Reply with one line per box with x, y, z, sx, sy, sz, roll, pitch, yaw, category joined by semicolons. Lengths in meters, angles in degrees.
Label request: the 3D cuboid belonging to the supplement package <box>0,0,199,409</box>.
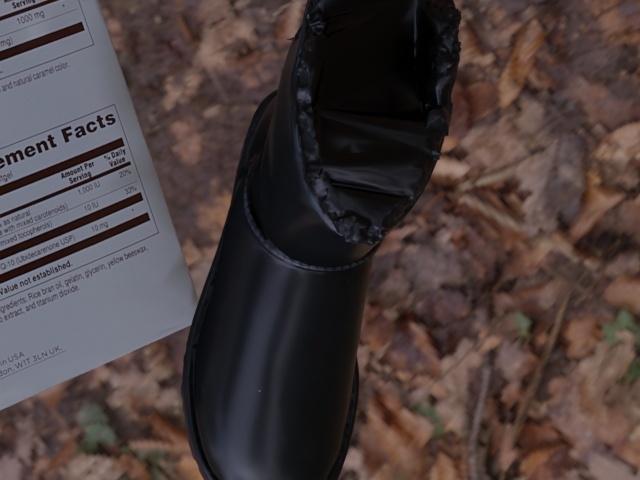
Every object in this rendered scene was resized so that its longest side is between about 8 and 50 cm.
-0.168;-0.052;0.538;0.194;0.149;0.203;14;124;63;supplement package

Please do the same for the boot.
0.000;0.000;0.363;0.045;0.099;0.121;11;74;-10;boot
